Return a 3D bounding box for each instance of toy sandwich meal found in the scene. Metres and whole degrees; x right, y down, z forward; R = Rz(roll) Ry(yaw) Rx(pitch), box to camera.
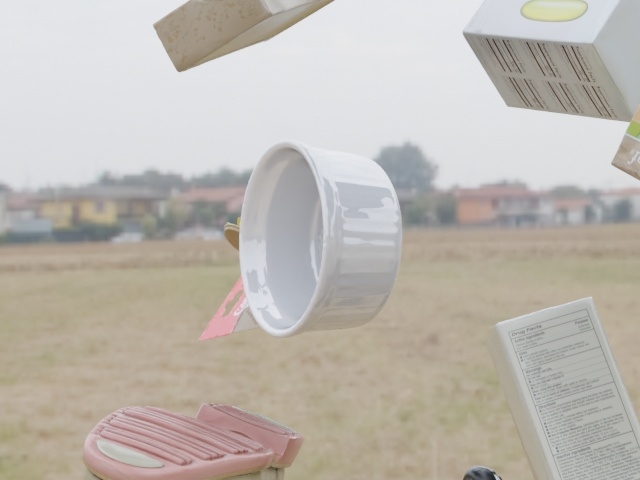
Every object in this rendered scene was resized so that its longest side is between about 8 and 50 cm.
[{"bbox_3d":[-0.116,-0.004,2.043,0.086,0.029,0.085,29,-25,15],"label":"toy sandwich meal"}]

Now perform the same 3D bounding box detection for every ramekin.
[{"bbox_3d":[0.000,0.000,1.807,0.135,0.277,0.277,3,-2,-28],"label":"ramekin"}]

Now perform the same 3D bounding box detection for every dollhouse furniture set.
[{"bbox_3d":[-0.154,-0.447,1.638,0.362,0.394,0.256,-26,5,32],"label":"dollhouse furniture set"}]

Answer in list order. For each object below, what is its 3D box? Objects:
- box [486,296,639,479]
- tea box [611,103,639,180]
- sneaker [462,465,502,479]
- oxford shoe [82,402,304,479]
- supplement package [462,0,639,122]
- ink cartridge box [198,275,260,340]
[{"bbox_3d":[0.346,0.249,1.734,0.148,0.311,0.121,-15,-17,-4],"label":"box"},{"bbox_3d":[0.521,-0.133,1.237,0.220,0.323,0.329,17,12,-34],"label":"tea box"},{"bbox_3d":[0.192,0.446,1.721,0.124,0.283,0.107,5,-13,-19],"label":"sneaker"},{"bbox_3d":[-0.120,0.246,1.237,0.141,0.146,0.397,19,0,21],"label":"oxford shoe"},{"bbox_3d":[0.331,-0.275,1.609,0.203,0.194,0.149,15,-26,46],"label":"supplement package"},{"bbox_3d":[-0.087,0.069,2.032,0.225,0.056,0.181,-12,30,35],"label":"ink cartridge box"}]
